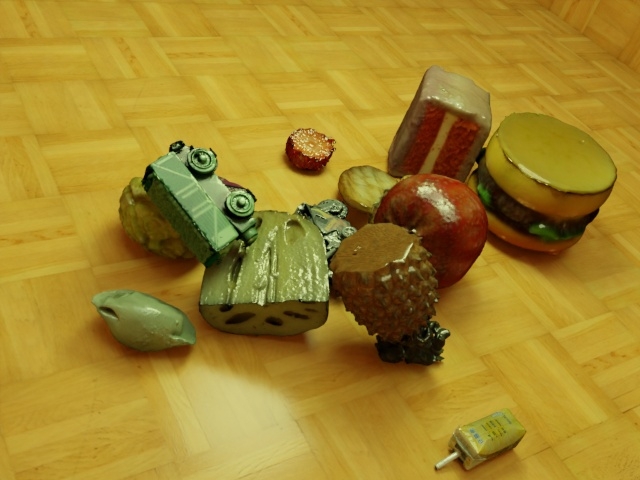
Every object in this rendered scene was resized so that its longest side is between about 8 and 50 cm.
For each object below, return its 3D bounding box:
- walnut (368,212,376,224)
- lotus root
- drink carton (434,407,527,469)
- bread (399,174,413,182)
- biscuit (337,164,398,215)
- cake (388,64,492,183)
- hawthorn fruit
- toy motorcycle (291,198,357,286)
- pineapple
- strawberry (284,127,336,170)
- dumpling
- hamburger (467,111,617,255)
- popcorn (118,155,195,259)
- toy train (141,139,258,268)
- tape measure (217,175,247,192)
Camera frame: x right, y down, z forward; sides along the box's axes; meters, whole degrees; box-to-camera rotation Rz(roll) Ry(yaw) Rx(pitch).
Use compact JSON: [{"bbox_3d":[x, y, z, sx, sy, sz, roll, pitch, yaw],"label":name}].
[{"bbox_3d":[0.173,-0.038,1.846,0.096,0.082,0.079,10,13,-9],"label":"walnut"},{"bbox_3d":[-0.116,0.068,1.524,0.267,0.149,0.260,-2,49,0],"label":"lotus root"},{"bbox_3d":[0.314,0.404,1.398,0.200,0.074,0.084,-11,48,-33],"label":"drink carton"},{"bbox_3d":[0.280,-0.148,2.041,0.083,0.044,0.111,-19,54,-42],"label":"bread"},{"bbox_3d":[0.124,-0.146,1.929,0.154,0.045,0.299,30,27,13],"label":"biscuit"},{"bbox_3d":[0.357,-0.328,2.081,0.237,0.309,0.230,20,42,-4],"label":"cake"},{"bbox_3d":[0.291,-0.031,1.732,0.287,0.287,0.330,41,34,24],"label":"hawthorn fruit"},{"bbox_3d":[0.000,0.000,1.717,0.173,0.108,0.307,1,43,-7],"label":"toy motorcycle"},{"bbox_3d":[0.165,0.152,1.491,0.223,0.357,0.223,-19,30,11],"label":"pineapple"},{"bbox_3d":[-0.032,-0.258,2.006,0.145,0.086,0.145,10,40,-8],"label":"strawberry"},{"bbox_3d":[-0.354,0.165,1.395,0.219,0.152,0.108,30,82,-10],"label":"dumpling"},{"bbox_3d":[0.618,-0.160,2.005,0.395,0.277,0.396,10,43,-10],"label":"hamburger"},{"bbox_3d":[-0.339,-0.081,1.594,0.259,0.212,0.259,13,46,-14],"label":"popcorn"},{"bbox_3d":[-0.243,-0.085,1.440,0.154,0.115,0.269,-38,90,-32],"label":"toy train"},{"bbox_3d":[-0.240,-0.100,1.750,0.125,0.074,0.118,17,40,0],"label":"tape measure"}]
